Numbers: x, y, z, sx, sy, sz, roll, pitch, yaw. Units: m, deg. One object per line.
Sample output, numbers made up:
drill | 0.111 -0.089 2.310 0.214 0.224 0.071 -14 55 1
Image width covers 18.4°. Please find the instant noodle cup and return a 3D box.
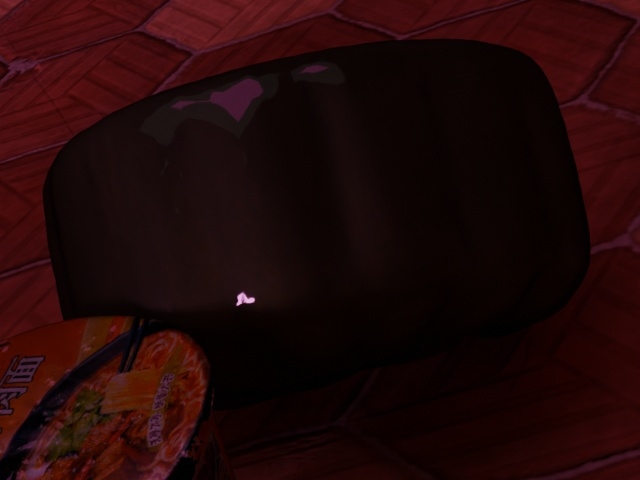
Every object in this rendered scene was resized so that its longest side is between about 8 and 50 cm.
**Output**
instant noodle cup | -0.136 0.182 1.128 0.230 0.182 0.230 -17 32 11

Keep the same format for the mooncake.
mooncake | 0.000 0.000 1.283 0.351 0.187 0.351 -10 -10 -2
